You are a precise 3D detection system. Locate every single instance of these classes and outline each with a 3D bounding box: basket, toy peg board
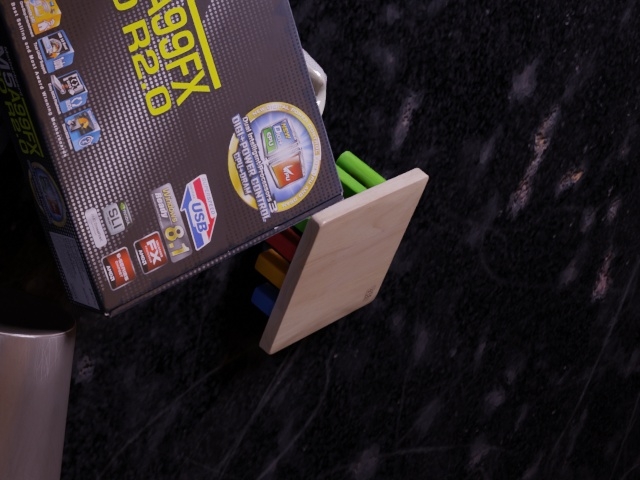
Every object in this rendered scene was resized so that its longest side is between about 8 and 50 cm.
[{"bbox_3d":[-0.260,0.152,1.192,0.204,0.154,0.227,-1,109,-57],"label":"basket"},{"bbox_3d":[0.000,0.000,1.550,0.161,0.079,0.160,-24,146,-46],"label":"toy peg board"}]

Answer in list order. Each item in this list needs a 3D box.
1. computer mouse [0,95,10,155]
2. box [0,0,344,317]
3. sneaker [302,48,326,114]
[{"bbox_3d":[-0.205,-0.147,1.160,0.071,0.041,0.242,26,89,-58],"label":"computer mouse"},{"bbox_3d":[-0.115,-0.112,1.172,0.216,0.060,0.270,-27,112,-29],"label":"box"},{"bbox_3d":[-0.085,-0.121,1.286,0.252,0.111,0.103,-22,128,-48],"label":"sneaker"}]
